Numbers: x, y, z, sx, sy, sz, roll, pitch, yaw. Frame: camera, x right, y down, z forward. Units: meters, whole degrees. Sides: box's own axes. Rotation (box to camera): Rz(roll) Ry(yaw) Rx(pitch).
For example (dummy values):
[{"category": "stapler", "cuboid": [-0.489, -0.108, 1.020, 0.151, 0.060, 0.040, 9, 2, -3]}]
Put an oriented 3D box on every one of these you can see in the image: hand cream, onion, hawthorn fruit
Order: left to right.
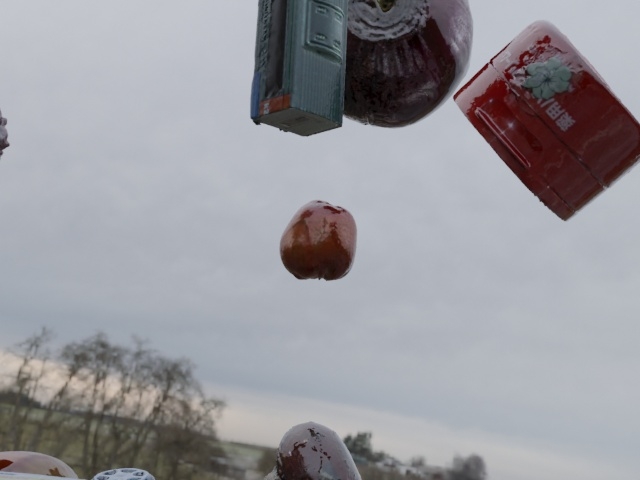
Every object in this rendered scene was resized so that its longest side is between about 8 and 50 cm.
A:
[{"category": "hawthorn fruit", "cuboid": [0.000, 0.000, 1.308, 0.132, 0.138, 0.133, 6, -2, 0]}, {"category": "onion", "cuboid": [0.149, -0.363, 1.417, 0.260, 0.337, 0.282, 27, -17, 12]}, {"category": "hand cream", "cuboid": [0.290, -0.150, 0.974, 0.149, 0.230, 0.230, -41, -37, 17]}]

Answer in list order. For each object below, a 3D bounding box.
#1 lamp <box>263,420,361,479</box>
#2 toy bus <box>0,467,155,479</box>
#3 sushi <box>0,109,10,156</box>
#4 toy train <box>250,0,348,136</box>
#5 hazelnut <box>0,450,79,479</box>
[{"category": "lamp", "cuboid": [-0.015, 0.346, 1.135, 0.135, 0.156, 0.157, -27, -26, 1]}, {"category": "toy bus", "cuboid": [-0.221, 0.209, 0.501, 0.329, 0.109, 0.136, -1, 2, 20]}, {"category": "sushi", "cuboid": [-0.596, -0.156, 1.132, 0.270, 0.237, 0.171, 11, -3, -40]}, {"category": "toy train", "cuboid": [-0.013, -0.324, 0.872, 0.086, 0.409, 0.089, 12, -13, -43]}, {"category": "hazelnut", "cuboid": [-0.327, 0.318, 0.789, 0.214, 0.214, 0.176, 0, -37, 25]}]
